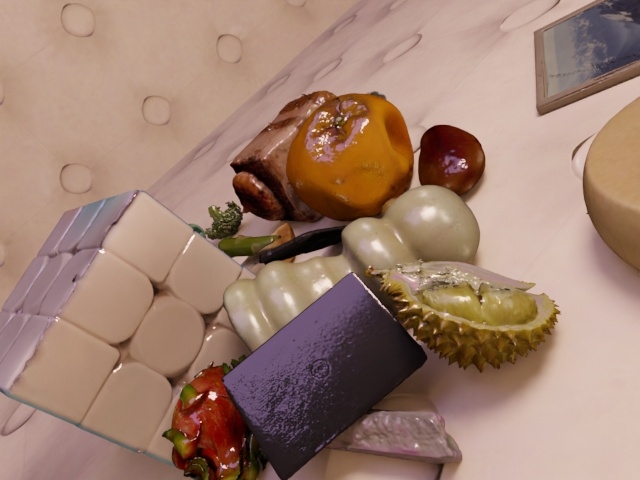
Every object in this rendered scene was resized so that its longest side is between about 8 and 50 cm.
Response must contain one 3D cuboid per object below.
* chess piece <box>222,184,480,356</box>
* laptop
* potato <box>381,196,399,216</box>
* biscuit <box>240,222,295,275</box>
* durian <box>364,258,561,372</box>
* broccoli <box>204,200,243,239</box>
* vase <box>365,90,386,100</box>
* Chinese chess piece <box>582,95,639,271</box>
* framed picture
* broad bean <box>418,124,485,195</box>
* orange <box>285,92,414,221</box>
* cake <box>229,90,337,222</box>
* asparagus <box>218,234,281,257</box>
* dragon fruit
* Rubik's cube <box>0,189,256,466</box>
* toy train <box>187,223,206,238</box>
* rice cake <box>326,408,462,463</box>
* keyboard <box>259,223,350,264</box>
[{"bbox_3d":[0.055,0.047,0.671,0.330,0.182,0.182,-34,26,0],"label":"chess piece"},{"bbox_3d":[0.001,0.139,0.548,0.197,0.016,0.135,-38,60,-4],"label":"laptop"},{"bbox_3d":[0.133,-0.047,0.848,0.051,0.040,0.083,-50,25,-2],"label":"potato"},{"bbox_3d":[-0.166,0.098,1.005,0.308,0.040,0.205,-36,25,7],"label":"biscuit"},{"bbox_3d":[0.130,0.075,0.535,0.208,0.103,0.146,21,22,28],"label":"durian"},{"bbox_3d":[-0.250,-0.049,1.299,0.095,0.092,0.097,-39,-5,-33],"label":"broccoli"},{"bbox_3d":[0.112,-0.346,1.321,0.081,0.081,0.148,-40,22,-3],"label":"vase"},{"bbox_3d":[0.392,-0.071,0.476,0.273,0.102,0.273,-29,28,17],"label":"Chinese chess piece"},{"bbox_3d":[0.499,-0.355,0.887,0.247,0.022,0.335,-20,32,35],"label":"framed picture"},{"bbox_3d":[0.211,-0.129,0.836,0.114,0.084,0.165,-41,27,36],"label":"broad bean"},{"bbox_3d":[0.045,-0.164,0.934,0.248,0.183,0.249,-13,45,14],"label":"orange"},{"bbox_3d":[-0.060,-0.162,1.106,0.293,0.196,0.198,-48,29,-20],"label":"cake"},{"bbox_3d":[-0.141,0.011,1.022,0.178,0.041,0.045,-4,66,45],"label":"asparagus"},{"bbox_3d":[-0.123,0.246,0.647,0.175,0.138,0.142,46,112,43],"label":"dragon fruit"},{"bbox_3d":[-0.290,0.133,0.774,0.290,0.291,0.291,-4,54,47],"label":"Rubik's cube"},{"bbox_3d":[-0.397,0.071,1.277,0.194,0.120,0.298,-13,35,30],"label":"toy train"},{"bbox_3d":[0.030,0.207,0.559,0.269,0.055,0.049,-14,75,41],"label":"rice cake"},{"bbox_3d":[0.000,0.001,0.815,0.106,0.016,0.262,-26,-5,24],"label":"keyboard"}]
